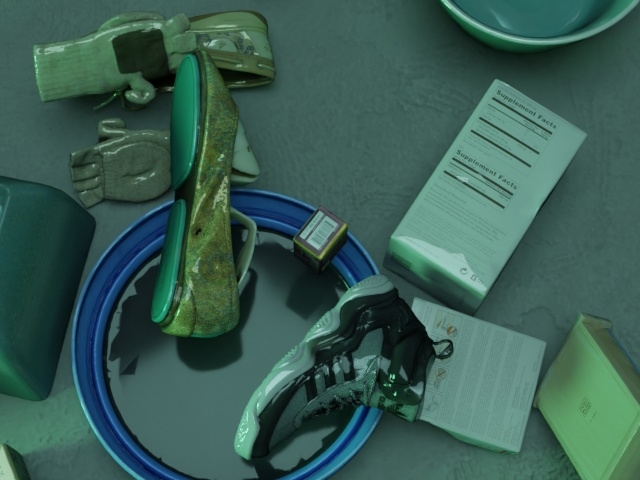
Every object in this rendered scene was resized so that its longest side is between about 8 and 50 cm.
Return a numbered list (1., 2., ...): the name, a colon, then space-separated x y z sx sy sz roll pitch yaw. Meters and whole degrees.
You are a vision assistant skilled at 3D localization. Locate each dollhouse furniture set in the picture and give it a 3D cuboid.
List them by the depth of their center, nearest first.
1. dollhouse furniture set: 0.420 0.265 1.707 0.303 0.198 0.286 15 114 -21

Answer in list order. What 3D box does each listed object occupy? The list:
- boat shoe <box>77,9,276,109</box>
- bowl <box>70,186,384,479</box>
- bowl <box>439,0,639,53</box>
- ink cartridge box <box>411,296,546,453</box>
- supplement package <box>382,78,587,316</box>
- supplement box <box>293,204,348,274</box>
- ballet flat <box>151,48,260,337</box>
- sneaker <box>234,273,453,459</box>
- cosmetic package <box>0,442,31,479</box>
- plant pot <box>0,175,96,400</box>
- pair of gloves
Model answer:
1. boat shoe: -0.200 -0.223 1.814 0.285 0.104 0.089 -12 72 -5
2. bowl: -0.103 0.130 1.732 0.391 0.077 0.391 0 75 -1
3. bowl: 0.267 -0.364 1.833 0.312 0.163 0.311 0 74 0
4. ink cartridge box: 0.172 0.165 1.726 0.179 0.045 0.145 19 75 -8
5. supplement package: 0.200 -0.049 1.756 0.134 0.139 0.244 32 75 7
6. supplement box: 0.000 0.000 1.687 0.043 0.083 0.055 36 77 9
7. ballet flat: -0.127 -0.052 1.694 0.123 0.123 0.348 4 74 0
8. sneaker: 0.033 0.173 1.625 0.153 0.101 0.268 39 74 15
9. cosmetic package: -0.370 0.407 1.631 0.160 0.113 0.309 -24 75 -8
10. plant pot: -0.424 0.027 1.663 0.247 0.252 0.247 12 75 2
11. pair of gloves: -0.233 -0.164 1.766 0.204 0.042 0.240 -19 119 -9
